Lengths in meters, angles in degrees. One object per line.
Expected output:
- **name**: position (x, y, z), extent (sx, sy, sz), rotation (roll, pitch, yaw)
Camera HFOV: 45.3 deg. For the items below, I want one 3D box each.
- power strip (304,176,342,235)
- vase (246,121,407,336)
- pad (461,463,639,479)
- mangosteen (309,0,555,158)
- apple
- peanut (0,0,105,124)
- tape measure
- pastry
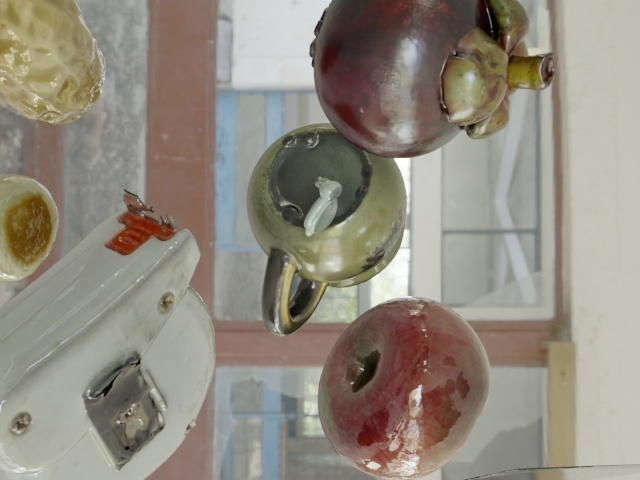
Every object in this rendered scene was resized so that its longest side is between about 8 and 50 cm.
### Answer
- **power strip**: position (-0.001, -0.043, 0.955), extent (0.055, 0.035, 0.083), rotation (-30, 153, -43)
- **vase**: position (0.000, 0.000, 1.205), extent (0.329, 0.241, 0.302), rotation (-62, 162, -13)
- **pad**: position (0.333, 0.335, 1.093), extent (0.367, 0.248, 0.007), rotation (106, -17, -68)
- **mangosteen**: position (0.091, -0.149, 0.633), extent (0.200, 0.200, 0.199), rotation (180, -90, -90)
- **apple**: position (0.161, 0.274, 1.396), extent (0.345, 0.269, 0.344), rotation (-39, -145, 35)
- **peanut**: position (-0.319, -0.204, 0.690), extent (0.325, 0.140, 0.153), rotation (33, 67, -51)
- **tape measure**: position (-0.215, 0.129, 0.749), extent (0.258, 0.130, 0.265), rotation (-47, 140, -33)
- **pastry**: position (-0.453, -0.020, 1.109), extent (0.156, 0.092, 0.156), rotation (7, 90, -75)
